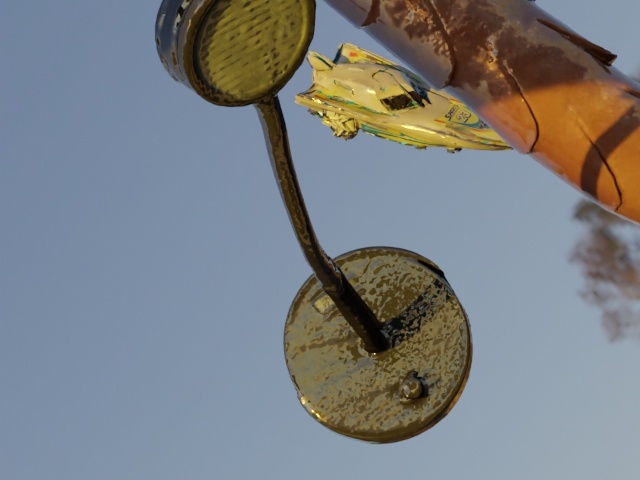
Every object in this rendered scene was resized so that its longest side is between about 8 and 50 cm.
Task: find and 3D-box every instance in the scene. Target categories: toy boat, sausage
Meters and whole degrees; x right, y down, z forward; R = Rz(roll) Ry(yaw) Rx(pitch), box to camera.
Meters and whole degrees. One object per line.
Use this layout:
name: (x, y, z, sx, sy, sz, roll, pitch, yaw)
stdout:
toy boat: (0.080, -0.110, 1.561, 0.084, 0.210, 0.066, -50, -31, -39)
sausage: (0.081, -0.135, 1.104, 0.088, 0.433, 0.088, -51, -9, -11)

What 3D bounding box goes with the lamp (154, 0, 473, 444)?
lamp: (-0.022, -0.019, 0.915, 0.130, 0.108, 0.371, -45, -37, -4)
